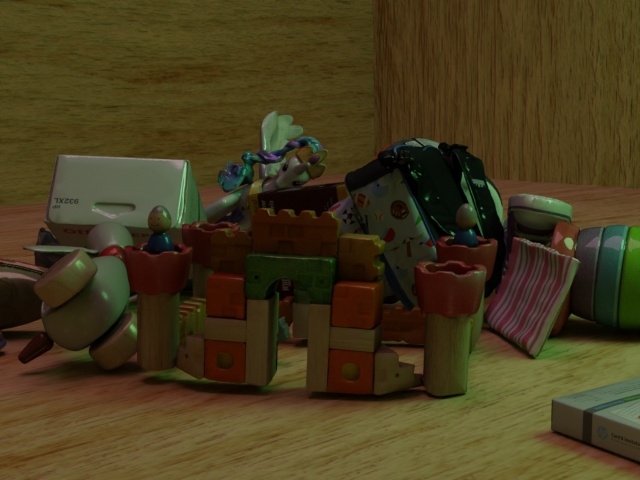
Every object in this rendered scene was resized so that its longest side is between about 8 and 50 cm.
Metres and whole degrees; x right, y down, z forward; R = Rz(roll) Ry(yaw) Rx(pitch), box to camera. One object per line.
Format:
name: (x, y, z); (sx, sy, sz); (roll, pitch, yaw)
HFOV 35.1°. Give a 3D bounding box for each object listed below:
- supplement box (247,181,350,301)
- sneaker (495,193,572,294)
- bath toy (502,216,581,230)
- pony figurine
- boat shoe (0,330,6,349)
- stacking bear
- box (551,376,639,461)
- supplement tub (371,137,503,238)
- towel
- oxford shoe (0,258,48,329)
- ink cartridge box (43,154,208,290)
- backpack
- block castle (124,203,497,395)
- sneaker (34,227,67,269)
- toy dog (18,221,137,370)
supplement box: (0.000, 0.000, 1.737); (0.194, 0.191, 0.129); (-5, 6, 29)
sneaker: (0.337, 0.026, 1.626); (0.102, 0.161, 0.282); (11, -12, 9)
bath toy: (0.383, 0.013, 1.926); (0.129, 0.151, 0.348); (-51, 31, -17)
pony figurine: (-0.105, -0.085, 2.060); (0.363, 0.303, 0.351); (-35, 0, 14)
boat shoe: (-0.531, 0.134, 1.401); (0.183, 0.066, 0.066); (-5, 10, -23)
stacking bear: (0.481, 0.064, 1.461); (0.289, 0.164, 0.175); (7, 11, 19)
box: (0.351, 0.186, 1.021); (0.145, 0.038, 0.186); (-7, 11, -32)
supplement tub: (0.196, -0.079, 1.866); (0.194, 0.193, 0.316); (-3, 17, -11)
towel: (0.292, 0.075, 1.429); (0.029, 0.144, 0.197); (20, 4, -12)
oxford shoe: (-0.555, 0.111, 1.491); (0.348, 0.123, 0.130); (-7, 27, -8)
ink cartridge box: (-0.318, -0.023, 1.741); (0.223, 0.129, 0.307); (3, -22, 2)
backpack: (0.156, -0.004, 1.567); (0.213, 0.263, 0.276); (-36, -11, 30)
block castle: (-0.006, 0.051, 1.329); (0.453, 0.213, 0.303); (4, 9, 13)
sneaker: (-0.408, 0.022, 1.948); (0.300, 0.121, 0.111); (-6, 10, -31)
toy dog: (-0.338, 0.084, 1.422); (0.161, 0.220, 0.334); (-32, -1, 4)
